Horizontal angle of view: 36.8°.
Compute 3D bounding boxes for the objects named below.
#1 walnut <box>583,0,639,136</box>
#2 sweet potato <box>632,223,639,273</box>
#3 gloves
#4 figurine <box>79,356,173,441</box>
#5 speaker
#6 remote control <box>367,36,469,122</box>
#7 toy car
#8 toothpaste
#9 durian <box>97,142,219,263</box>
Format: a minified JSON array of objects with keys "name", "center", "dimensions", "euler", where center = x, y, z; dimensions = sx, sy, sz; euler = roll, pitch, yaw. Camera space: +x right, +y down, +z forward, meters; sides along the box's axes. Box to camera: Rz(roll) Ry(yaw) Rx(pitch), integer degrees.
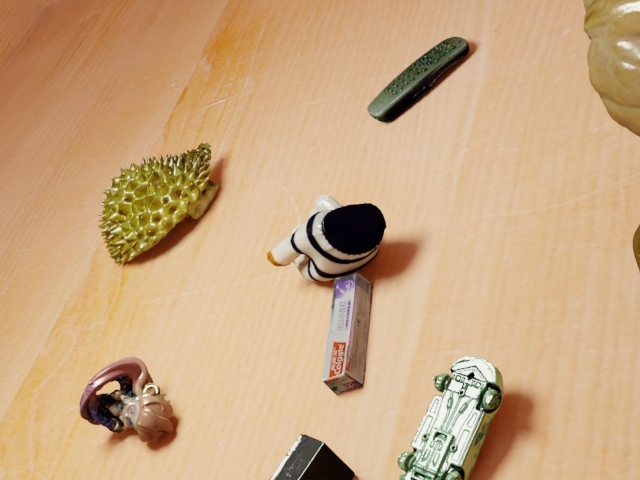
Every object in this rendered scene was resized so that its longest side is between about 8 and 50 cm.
[{"name":"walnut","center":[0.481,-0.263,1.224],"dimensions":[0.285,0.285,0.296],"euler":[0,91,44]},{"name":"sweet potato","center":[0.406,0.031,1.128],"dimensions":[0.075,0.075,0.269],"euler":[-17,43,30]},{"name":"gloves","center":[0.013,0.008,1.500],"dimensions":[0.140,0.131,0.218],"euler":[-47,-2,-26]},{"name":"figurine","center":[-0.287,0.253,1.504],"dimensions":[0.157,0.126,0.114],"euler":[13,12,22]},{"name":"speaker","center":[-0.050,0.350,1.175],"dimensions":[0.044,0.082,0.218],"euler":[13,60,49]},{"name":"remote control","center":[0.179,-0.295,1.755],"dimensions":[0.222,0.042,0.072],"euler":[-41,34,-5]},{"name":"toy car","center":[0.162,0.227,1.138],"dimensions":[0.093,0.058,0.186],"euler":[12,70,49]},{"name":"toothpaste","center":[0.040,0.129,1.386],"dimensions":[0.047,0.040,0.196],"euler":[-22,37,27]},{"name":"durian","center":[-0.311,-0.076,1.894],"dimensions":[0.172,0.166,0.306],"euler":[36,81,25]}]
